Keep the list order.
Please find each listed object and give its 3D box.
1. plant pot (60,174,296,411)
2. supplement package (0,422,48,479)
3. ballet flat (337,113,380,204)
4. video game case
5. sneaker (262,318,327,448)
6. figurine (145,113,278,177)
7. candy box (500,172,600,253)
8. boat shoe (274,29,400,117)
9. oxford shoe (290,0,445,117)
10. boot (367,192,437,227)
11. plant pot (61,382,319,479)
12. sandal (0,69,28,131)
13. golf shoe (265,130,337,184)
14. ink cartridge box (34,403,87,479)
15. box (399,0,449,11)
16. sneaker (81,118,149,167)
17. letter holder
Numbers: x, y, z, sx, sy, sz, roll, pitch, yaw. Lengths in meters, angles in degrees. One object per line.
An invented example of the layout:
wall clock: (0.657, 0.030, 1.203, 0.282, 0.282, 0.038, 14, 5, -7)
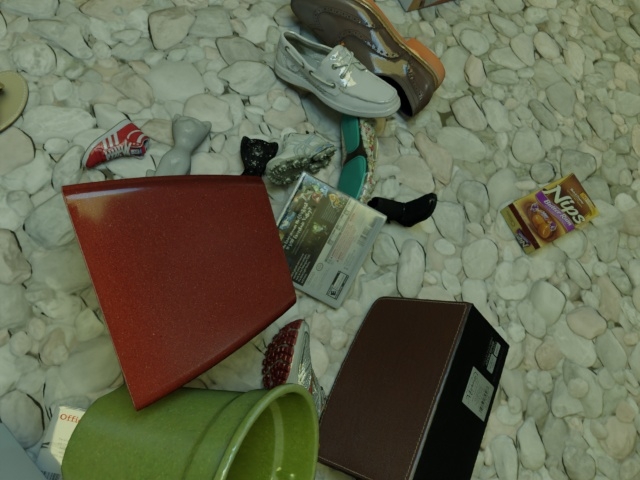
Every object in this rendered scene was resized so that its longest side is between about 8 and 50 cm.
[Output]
plant pot: (-0.186, 0.032, 0.724, 0.236, 0.267, 0.267, -17, 99, -20)
supplement package: (-0.407, 0.375, 0.552, 0.263, 0.199, 0.198, 38, 94, 20)
ballet flat: (0.083, -0.152, 1.003, 0.077, 0.091, 0.240, 16, 70, -36)
video game case: (0.000, 0.000, 0.923, 0.173, 0.022, 0.190, 28, 88, -5)
sneaker: (-0.041, 0.240, 0.843, 0.093, 0.088, 0.225, 18, 65, -33)
figurine: (-0.193, -0.126, 0.921, 0.215, 0.092, 0.209, 18, 60, -9)
candy box: (0.487, -0.059, 1.096, 0.187, 0.053, 0.109, -24, 79, -23)
boat shoe: (0.028, -0.323, 0.990, 0.277, 0.096, 0.098, 27, 55, 16)
oxford shoe: (0.080, -0.391, 1.059, 0.364, 0.130, 0.132, 32, 73, -3)
boot: (0.147, -0.063, 0.969, 0.099, 0.121, 0.045, 13, 66, -17)
plant pot: (-0.172, 0.298, 0.667, 0.254, 0.276, 0.276, 6, 66, 24)
sandal: (-0.573, -0.207, 0.839, 0.088, 0.079, 0.240, 33, 66, -3)
golf shoe: (-0.053, -0.159, 0.963, 0.086, 0.069, 0.176, 46, 40, 14)
ink cartridge box: (-0.345, 0.312, 0.737, 0.099, 0.056, 0.135, 17, 69, -10)
box: (0.267, -0.617, 1.182, 0.171, 0.130, 0.091, -23, 78, -21)
sneaker: (-0.352, -0.156, 0.903, 0.067, 0.042, 0.118, 36, 64, 3)
letter holder: (0.145, 0.261, 0.855, 0.152, 0.214, 0.301, 43, 61, -33)
